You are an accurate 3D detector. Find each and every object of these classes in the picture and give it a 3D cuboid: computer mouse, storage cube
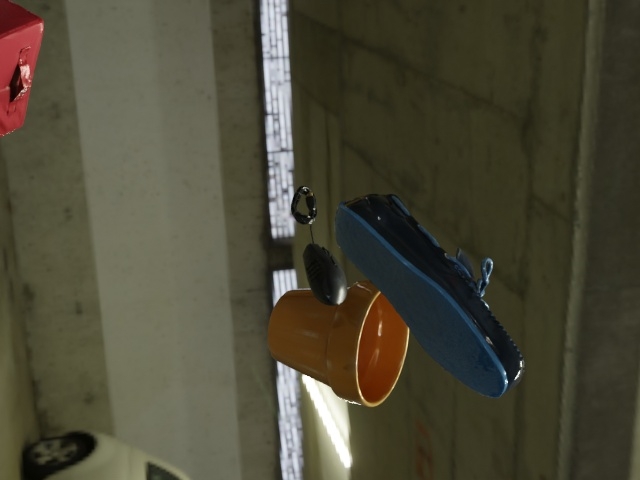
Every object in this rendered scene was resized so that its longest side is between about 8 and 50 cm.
[{"bbox_3d":[0.000,0.000,1.497,0.041,0.071,0.242,-45,-135,33],"label":"computer mouse"},{"bbox_3d":[-0.521,-0.238,1.286,0.193,0.215,0.183,-50,167,-57],"label":"storage cube"}]

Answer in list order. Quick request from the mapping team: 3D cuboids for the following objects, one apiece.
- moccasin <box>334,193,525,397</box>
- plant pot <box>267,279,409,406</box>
[{"bbox_3d":[0.158,0.047,1.242,0.342,0.117,0.137,51,-32,24],"label":"moccasin"},{"bbox_3d":[0.023,0.160,1.597,0.205,0.188,0.205,-25,119,-58],"label":"plant pot"}]
